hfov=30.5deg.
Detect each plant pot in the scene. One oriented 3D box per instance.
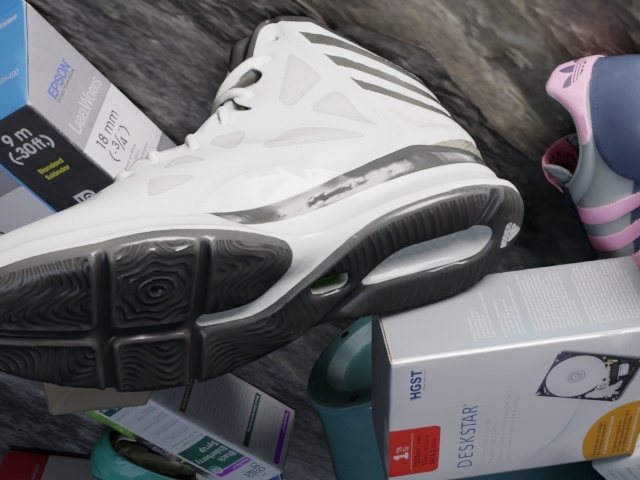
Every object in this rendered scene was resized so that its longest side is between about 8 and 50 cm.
[{"bbox_3d":[0.125,0.206,1.241,0.272,0.271,0.255,-19,117,32],"label":"plant pot"},{"bbox_3d":[-0.214,0.099,1.164,0.109,0.109,0.096,-1,148,-36],"label":"plant pot"}]

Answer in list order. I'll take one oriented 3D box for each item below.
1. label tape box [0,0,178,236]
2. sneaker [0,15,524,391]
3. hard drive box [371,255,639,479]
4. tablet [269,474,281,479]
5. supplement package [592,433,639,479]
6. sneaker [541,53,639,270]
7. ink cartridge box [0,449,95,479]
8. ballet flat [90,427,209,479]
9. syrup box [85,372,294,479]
[{"bbox_3d":[-0.301,-0.084,1.123,0.241,0.105,0.334,-22,129,33],"label":"label tape box"},{"bbox_3d":[-0.086,-0.042,0.958,0.448,0.257,0.169,-12,139,-20],"label":"sneaker"},{"bbox_3d":[0.165,0.118,1.032,0.232,0.089,0.181,-8,134,-4],"label":"hard drive box"},{"bbox_3d":[-0.078,0.337,1.623,0.054,0.006,0.083,3,138,11],"label":"tablet"},{"bbox_3d":[0.428,0.154,1.133,0.263,0.198,0.199,-24,128,35],"label":"supplement package"},{"bbox_3d":[0.265,-0.039,1.046,0.131,0.112,0.319,15,140,23],"label":"sneaker"},{"bbox_3d":[-0.301,0.423,1.685,0.306,0.131,0.226,5,139,11],"label":"ink cartridge box"},{"bbox_3d":[-0.182,0.300,1.556,0.247,0.083,0.087,13,118,-2],"label":"ballet flat"},{"bbox_3d":[-0.154,0.209,1.428,0.237,0.096,0.093,34,135,-22],"label":"syrup box"}]
